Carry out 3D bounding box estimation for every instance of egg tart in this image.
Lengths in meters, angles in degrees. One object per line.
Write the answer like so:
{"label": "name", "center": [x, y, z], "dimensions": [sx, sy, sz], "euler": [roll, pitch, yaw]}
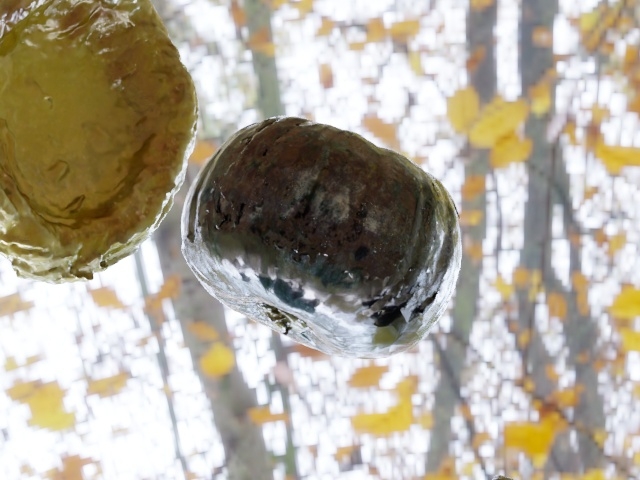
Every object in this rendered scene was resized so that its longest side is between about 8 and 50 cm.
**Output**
{"label": "egg tart", "center": [-0.084, -0.037, 0.588], "dimensions": [0.039, 0.105, 0.105], "euler": [-10, -143, 46]}

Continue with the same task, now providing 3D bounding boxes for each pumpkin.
{"label": "pumpkin", "center": [0.000, 0.000, 1.537], "dimensions": [0.233, 0.233, 0.163], "euler": [16, -105, 18]}

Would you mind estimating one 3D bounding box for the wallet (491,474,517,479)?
{"label": "wallet", "center": [0.293, 0.334, 1.448], "dimensions": [0.406, 0.062, 0.228], "euler": [18, -125, -1]}
